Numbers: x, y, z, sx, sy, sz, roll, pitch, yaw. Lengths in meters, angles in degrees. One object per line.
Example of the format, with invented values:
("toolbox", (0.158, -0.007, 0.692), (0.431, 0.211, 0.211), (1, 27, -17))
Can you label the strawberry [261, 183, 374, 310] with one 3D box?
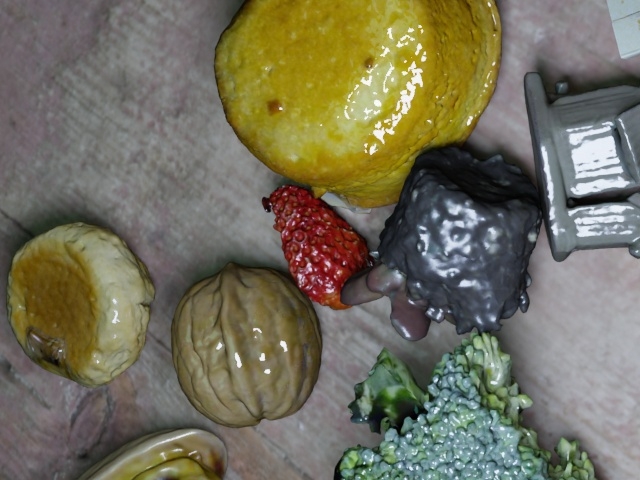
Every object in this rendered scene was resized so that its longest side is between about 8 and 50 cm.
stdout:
("strawberry", (0.000, 0.000, 1.991), (0.082, 0.121, 0.188), (-35, 70, 23))

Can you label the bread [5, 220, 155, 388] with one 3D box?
("bread", (-0.325, 0.090, 2.197), (0.244, 0.134, 0.244), (3, 95, 35))

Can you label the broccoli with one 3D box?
("broccoli", (0.165, 0.286, 1.784), (0.277, 0.338, 0.317), (-40, 55, 17))

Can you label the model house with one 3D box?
("model house", (0.326, -0.087, 1.784), (0.188, 0.122, 0.229), (-7, 102, 20))

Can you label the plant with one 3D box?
("plant", (0.153, 0.017, 1.836), (0.204, 0.178, 0.234), (18, 112, -6))

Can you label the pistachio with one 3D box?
("pistachio", (-0.243, 0.376, 2.138), (0.299, 0.187, 0.187), (-31, 75, 23))

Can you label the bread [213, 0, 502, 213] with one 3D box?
("bread", (0.030, -0.220, 1.919), (0.337, 0.204, 0.358), (46, 116, 28))

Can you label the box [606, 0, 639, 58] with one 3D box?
("box", (0.368, -0.300, 1.801), (0.090, 0.024, 0.167), (-17, 81, 32))

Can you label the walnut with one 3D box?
("walnut", (-0.095, 0.131, 2.019), (0.213, 0.213, 0.213), (1, 92, 33))
